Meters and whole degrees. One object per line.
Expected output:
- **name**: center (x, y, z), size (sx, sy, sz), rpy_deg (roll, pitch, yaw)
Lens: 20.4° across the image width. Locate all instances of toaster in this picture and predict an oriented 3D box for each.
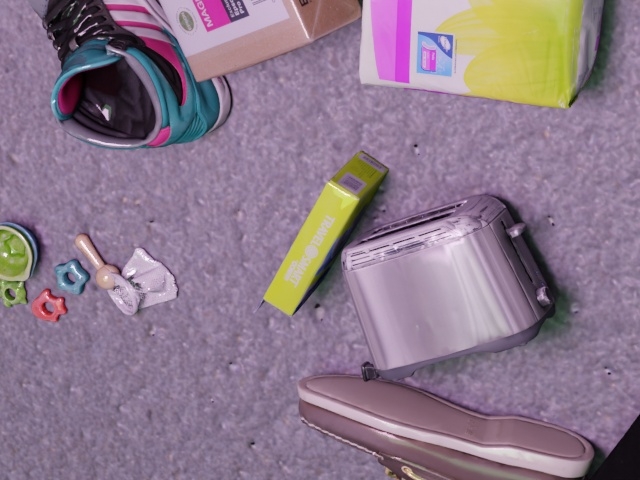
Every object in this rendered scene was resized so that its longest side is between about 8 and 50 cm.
- **toaster**: center (0.119, 0.048, 1.825), size (0.227, 0.129, 0.146), rpy_deg (-18, 98, 28)

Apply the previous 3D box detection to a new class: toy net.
- **toy net**: center (-0.277, 0.052, 2.025), size (0.232, 0.045, 0.122), rpy_deg (13, 113, 16)

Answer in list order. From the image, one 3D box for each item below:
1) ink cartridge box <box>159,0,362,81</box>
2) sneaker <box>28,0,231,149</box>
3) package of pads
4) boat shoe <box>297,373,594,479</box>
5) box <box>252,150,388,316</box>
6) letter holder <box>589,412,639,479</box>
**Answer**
- **ink cartridge box**: center (-0.089, -0.293, 1.766), size (0.193, 0.088, 0.235), rpy_deg (-14, 105, 49)
- **sneaker**: center (-0.242, -0.199, 1.845), size (0.295, 0.178, 0.124), rpy_deg (42, 118, 3)
- **package of pads**: center (0.162, -0.283, 1.701), size (0.229, 0.101, 0.297), rpy_deg (9, 112, 19)
- **boat shoe**: center (0.124, 0.224, 1.895), size (0.324, 0.116, 0.097), rpy_deg (14, 110, 10)
- **box**: center (0.000, 0.000, 1.862), size (0.042, 0.109, 0.178), rpy_deg (33, 117, 5)
- **letter holder**: center (0.400, 0.257, 1.704), size (0.214, 0.152, 0.302), rpy_deg (16, 136, -10)
